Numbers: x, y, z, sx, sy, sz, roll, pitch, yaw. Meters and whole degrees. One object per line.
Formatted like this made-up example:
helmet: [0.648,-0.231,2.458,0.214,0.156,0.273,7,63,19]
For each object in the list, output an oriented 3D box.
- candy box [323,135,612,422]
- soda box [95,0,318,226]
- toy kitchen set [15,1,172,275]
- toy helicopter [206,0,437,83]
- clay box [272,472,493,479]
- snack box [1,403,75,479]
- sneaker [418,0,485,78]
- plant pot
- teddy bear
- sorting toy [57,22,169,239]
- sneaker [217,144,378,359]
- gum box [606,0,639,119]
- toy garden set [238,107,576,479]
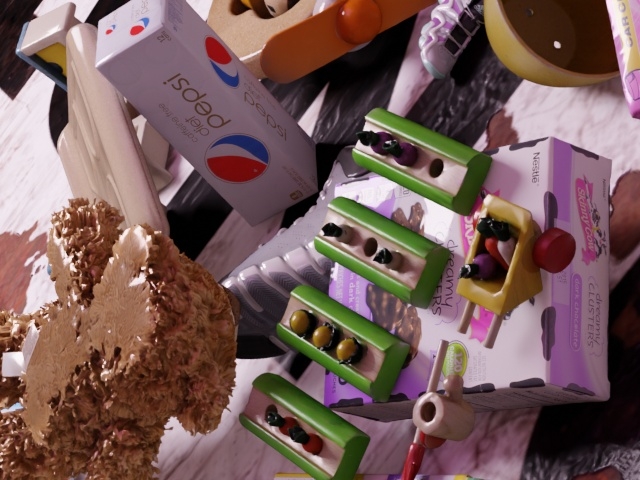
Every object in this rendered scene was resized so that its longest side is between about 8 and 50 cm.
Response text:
candy box: [0.098,0.030,1.213,0.196,0.070,0.165,-12,69,43]
soda box: [-0.091,-0.111,1.496,0.074,0.216,0.069,-29,37,21]
toy kitchen set: [-0.237,-0.090,1.716,0.122,0.166,0.207,-28,40,34]
toy helicopter: [0.041,-0.262,1.557,0.355,0.140,0.235,-36,37,20]
clay box: [0.036,0.219,1.180,0.222,0.053,0.127,-6,56,48]
snack box: [-0.344,0.271,1.613,0.322,0.060,0.187,-31,40,32]
sneaker: [0.120,-0.179,1.462,0.069,0.038,0.098,-18,47,44]
plant pot: [0.172,-0.165,1.317,0.134,0.134,0.095,-68,9,-21]
teddy bear: [-0.169,0.097,1.401,0.338,0.113,0.245,-48,49,37]
sorting toy: [-0.158,-0.007,1.534,0.229,0.041,0.307,118,134,-66]
sneaker: [0.000,0.000,1.420,0.229,0.086,0.132,-27,35,20]
gum box: [0.250,-0.183,1.211,0.107,0.062,0.188,-23,67,39]
toy garden set: [0.045,0.051,1.171,0.204,0.049,0.244,29,99,47]
